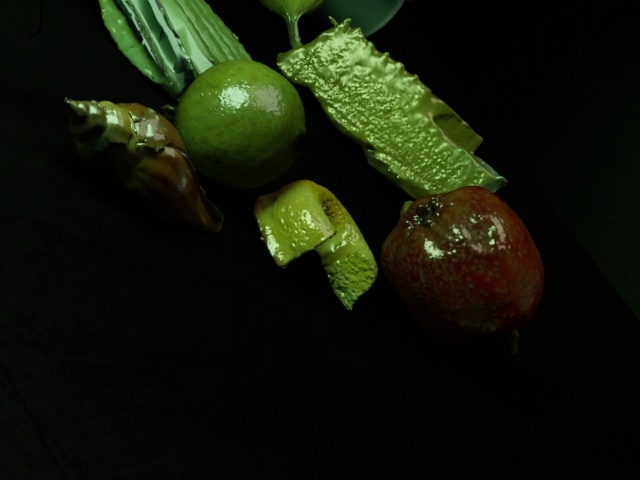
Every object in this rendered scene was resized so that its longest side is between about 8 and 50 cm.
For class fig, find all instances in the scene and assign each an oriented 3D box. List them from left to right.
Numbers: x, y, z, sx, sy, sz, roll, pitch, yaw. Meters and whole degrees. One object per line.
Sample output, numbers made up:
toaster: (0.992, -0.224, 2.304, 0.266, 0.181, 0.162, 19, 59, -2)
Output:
fig: (-0.039, -0.467, 1.908, 0.230, 0.143, 0.160, 58, -11, 28)

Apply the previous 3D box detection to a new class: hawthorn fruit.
hawthorn fruit: (0.204, 0.053, 1.361, 0.253, 0.205, 0.205, 53, 15, -23)

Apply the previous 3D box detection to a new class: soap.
soap: (0.119, -0.200, 1.671, 0.339, 0.169, 0.304, 35, 7, -36)

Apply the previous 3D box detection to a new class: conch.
conch: (-0.155, -0.073, 0.953, 0.233, 0.080, 0.086, 37, 29, -34)

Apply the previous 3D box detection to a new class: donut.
donut: (-0.002, -0.007, 1.184, 0.181, 0.078, 0.146, 34, 26, -42)

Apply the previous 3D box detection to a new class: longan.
longan: (-0.101, -0.131, 1.129, 0.154, 0.176, 0.145, 60, 39, -71)

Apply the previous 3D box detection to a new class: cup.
cup: (0.047, -0.582, 2.094, 0.274, 0.259, 0.357, 26, 3, -42)

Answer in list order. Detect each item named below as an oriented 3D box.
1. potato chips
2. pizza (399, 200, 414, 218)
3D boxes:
potato chips: (-0.211, -0.321, 1.355, 0.429, 0.070, 0.358, 53, 16, 9)
pizza: (0.209, 0.021, 1.649, 0.195, 0.052, 0.185, 37, 24, -28)
